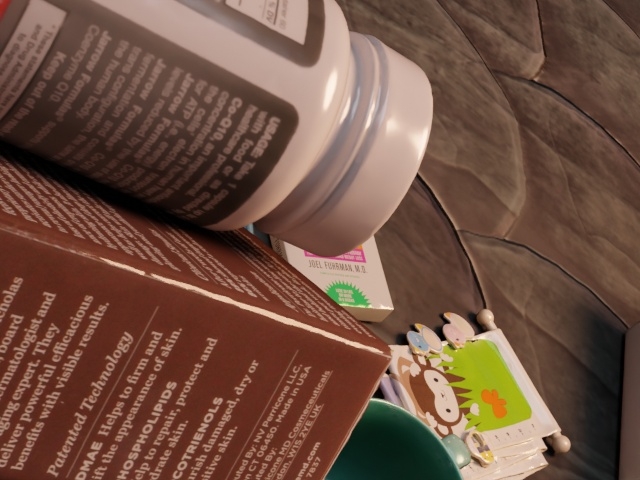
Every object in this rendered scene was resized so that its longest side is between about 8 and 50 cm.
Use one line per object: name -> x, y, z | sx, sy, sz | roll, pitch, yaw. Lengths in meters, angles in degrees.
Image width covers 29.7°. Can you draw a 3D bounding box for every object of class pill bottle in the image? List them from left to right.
pill bottle -> -0.087, -0.102, 0.692 | 0.283, 0.161, 0.161 | 25, 43, -28

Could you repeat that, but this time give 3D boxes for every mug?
mug -> 0.034, 0.190, 0.835 | 0.157, 0.097, 0.130 | 20, 44, -30

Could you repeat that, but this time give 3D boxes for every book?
book -> 0.000, 0.000, 1.031 | 0.096, 0.035, 0.144 | 7, 53, -34

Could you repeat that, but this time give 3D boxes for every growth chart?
growth chart -> 0.119, 0.144, 1.019 | 0.237, 0.021, 0.172 | -18, 69, -50

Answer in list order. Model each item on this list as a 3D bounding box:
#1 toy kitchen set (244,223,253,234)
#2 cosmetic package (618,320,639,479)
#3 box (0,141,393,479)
toy kitchen set -> -0.110, -0.045, 0.854 | 0.207, 0.166, 0.122 | 20, 44, -30
cosmetic package -> 0.397, 0.250, 1.067 | 0.230, 0.161, 0.453 | 36, 39, -12
box -> -0.163, 0.032, 0.654 | 0.381, 0.143, 0.191 | 24, 9, -41
